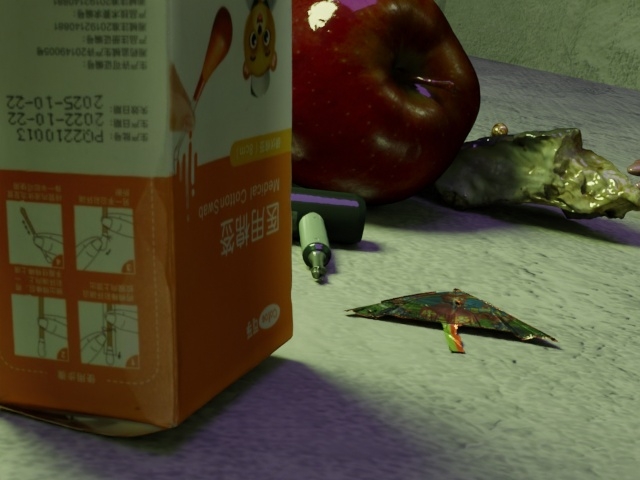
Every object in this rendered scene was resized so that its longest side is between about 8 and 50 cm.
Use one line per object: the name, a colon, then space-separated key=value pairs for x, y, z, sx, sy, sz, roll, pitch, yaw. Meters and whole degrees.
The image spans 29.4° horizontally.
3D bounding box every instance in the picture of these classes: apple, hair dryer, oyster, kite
apple: x=0.033 y=-0.186 z=1.499 sx=0.288 sy=0.288 sz=0.316 roll=-3 pitch=3 yaw=-35
hair dryer: x=0.000 y=0.000 z=1.247 sx=0.100 sy=0.057 sz=0.198 roll=5 pitch=23 yaw=-4
oyster: x=0.259 y=-0.087 z=1.555 sx=0.166 sy=0.110 sz=0.341 roll=4 pitch=0 yaw=-35
kite: x=0.117 y=0.070 z=1.082 sx=0.189 sy=0.010 sz=0.159 roll=7 pitch=16 yaw=9

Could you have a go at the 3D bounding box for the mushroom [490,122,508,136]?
mushroom: x=0.241 y=-0.120 z=1.743 sx=0.088 sy=0.073 sz=0.129 roll=23 pitch=-17 yaw=9

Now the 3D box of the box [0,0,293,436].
box: x=-0.118 y=-0.065 z=0.836 sx=0.143 sy=0.341 sz=0.225 roll=2 pitch=12 yaw=19

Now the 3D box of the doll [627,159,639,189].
doll: x=0.523 y=-0.072 z=1.660 sx=0.211 sy=0.093 sz=0.262 roll=-6 pitch=19 yaw=-32
